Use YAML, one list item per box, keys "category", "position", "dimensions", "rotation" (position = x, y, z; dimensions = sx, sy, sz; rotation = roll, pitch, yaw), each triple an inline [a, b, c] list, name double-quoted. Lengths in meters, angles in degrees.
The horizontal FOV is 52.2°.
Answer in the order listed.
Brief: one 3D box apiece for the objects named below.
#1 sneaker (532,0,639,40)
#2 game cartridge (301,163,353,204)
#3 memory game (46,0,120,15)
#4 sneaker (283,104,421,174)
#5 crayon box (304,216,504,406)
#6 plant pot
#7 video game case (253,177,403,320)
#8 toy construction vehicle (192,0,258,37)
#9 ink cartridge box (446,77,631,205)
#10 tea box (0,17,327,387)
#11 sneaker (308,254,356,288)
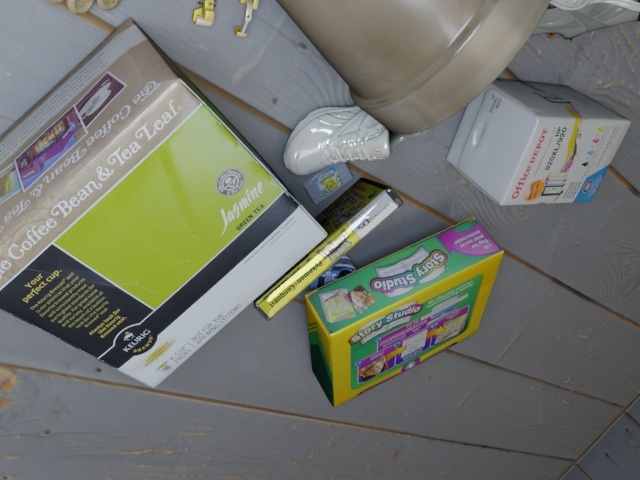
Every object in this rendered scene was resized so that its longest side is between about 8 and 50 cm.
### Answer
- category: "sneaker"
  position: [0.445, -0.394, 1.105]
  dimensions: [0.271, 0.100, 0.108]
  rotation: [-6, 140, -24]
- category: "game cartridge"
  position: [0.012, -0.103, 1.101]
  dimensions: [0.083, 0.017, 0.056]
  rotation: [-36, 131, -3]
- category: "memory game"
  position: [-0.237, -0.329, 0.709]
  dimensions: [0.186, 0.012, 0.186]
  rotation: [-45, 164, -17]
- category: "sneaker"
  position: [0.055, -0.160, 1.013]
  dimensions: [0.232, 0.115, 0.090]
  rotation: [-29, 134, -10]
- category: "crayon box"
  position: [0.157, 0.147, 1.281]
  dimensions: [0.363, 0.106, 0.313]
  rotation: [-24, 145, -15]
- category: "plant pot"
  position: [0.072, -0.336, 0.790]
  dimensions: [0.280, 0.323, 0.323]
  rotation: [28, 107, -25]
- category: "video game case"
  position: [0.000, 0.000, 1.015]
  dimensions: [0.248, 0.275, 0.035]
  rotation: [-41, 99, 2]
- category: "toy construction vehicle"
  position: [-0.121, -0.316, 0.839]
  dimensions: [0.086, 0.035, 0.098]
  rotation: [3, 122, -33]
- category: "ink cartridge box"
  position: [0.384, -0.176, 1.170]
  dimensions: [0.233, 0.168, 0.171]
  rotation: [-4, 126, -29]
- category: "tea box"
  position: [-0.233, -0.037, 0.855]
  dimensions: [0.329, 0.220, 0.323]
  rotation: [-41, 136, 2]
- category: "sneaker"
  position: [0.004, 0.065, 1.194]
  dimensions: [0.144, 0.059, 0.053]
  rotation: [-13, 132, -23]
